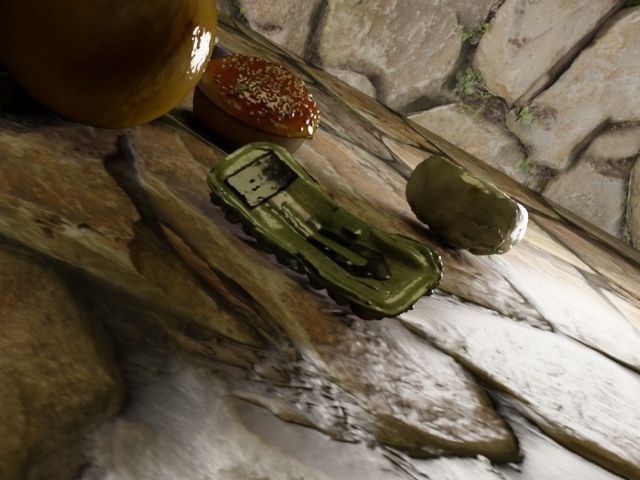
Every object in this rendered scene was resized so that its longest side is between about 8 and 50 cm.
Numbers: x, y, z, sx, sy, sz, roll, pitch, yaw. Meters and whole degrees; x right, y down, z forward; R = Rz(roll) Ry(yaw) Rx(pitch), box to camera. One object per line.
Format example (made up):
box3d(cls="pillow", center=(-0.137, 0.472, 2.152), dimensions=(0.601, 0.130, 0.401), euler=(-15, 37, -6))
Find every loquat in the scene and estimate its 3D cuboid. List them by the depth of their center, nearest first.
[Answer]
box3d(cls="loquat", center=(-0.268, -0.320, 1.366), dimensions=(0.328, 0.359, 0.328), euler=(45, 12, -12))

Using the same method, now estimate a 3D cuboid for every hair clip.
box3d(cls="hair clip", center=(-0.001, 0.001, 1.350), dimensions=(0.321, 0.138, 0.091), euler=(37, -30, 28))

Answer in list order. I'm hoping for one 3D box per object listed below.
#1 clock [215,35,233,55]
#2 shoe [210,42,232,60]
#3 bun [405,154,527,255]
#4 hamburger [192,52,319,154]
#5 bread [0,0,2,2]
box3d(cls="clock", center=(-0.310, -0.457, 2.362), dimensions=(0.319, 0.080, 0.318), euler=(29, 14, -8))
box3d(cls="shoe", center=(-0.273, -0.368, 2.089), dimensions=(0.245, 0.095, 0.137), euler=(22, 17, -8))
box3d(cls="bun", center=(0.271, -0.053, 2.032), dimensions=(0.239, 0.141, 0.239), euler=(30, 7, -4))
box3d(cls="hamburger", center=(-0.110, -0.225, 1.809), dimensions=(0.237, 0.147, 0.237), euler=(26, 16, -8))
box3d(cls="bread", center=(-0.425, -0.243, 1.209), dimensions=(0.074, 0.139, 0.084), euler=(34, 9, 28))
